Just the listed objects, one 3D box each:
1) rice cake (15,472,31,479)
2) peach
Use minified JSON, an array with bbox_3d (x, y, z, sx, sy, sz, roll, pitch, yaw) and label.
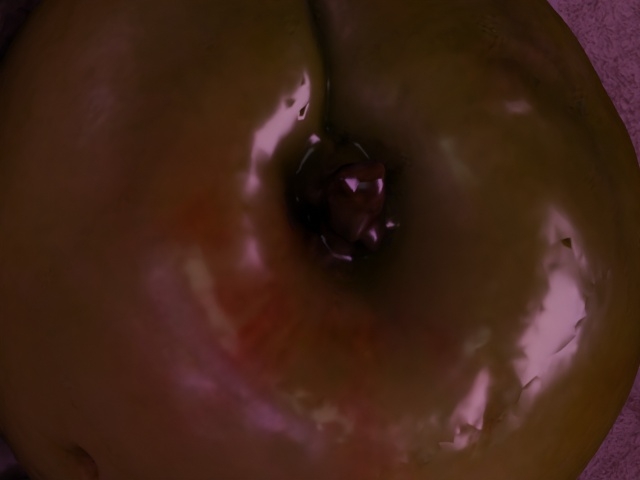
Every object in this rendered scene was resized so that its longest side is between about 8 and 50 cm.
[{"bbox_3d":[-0.147,0.136,0.820,0.211,0.034,0.043,-20,125,-76],"label":"rice cake"},{"bbox_3d":[-0.001,0.004,0.833,0.315,0.281,0.314,89,8,-70],"label":"peach"}]
